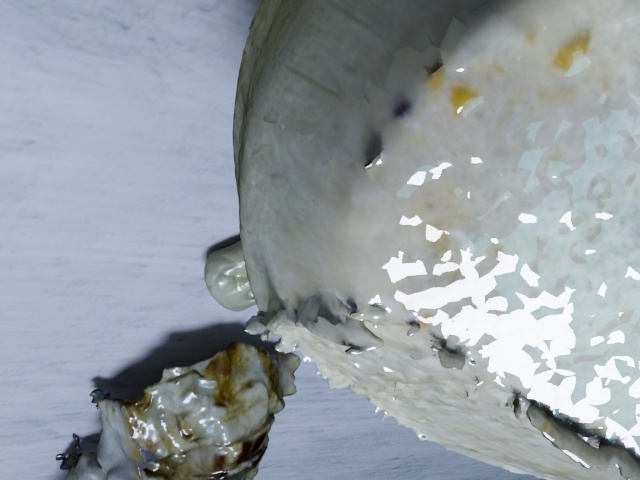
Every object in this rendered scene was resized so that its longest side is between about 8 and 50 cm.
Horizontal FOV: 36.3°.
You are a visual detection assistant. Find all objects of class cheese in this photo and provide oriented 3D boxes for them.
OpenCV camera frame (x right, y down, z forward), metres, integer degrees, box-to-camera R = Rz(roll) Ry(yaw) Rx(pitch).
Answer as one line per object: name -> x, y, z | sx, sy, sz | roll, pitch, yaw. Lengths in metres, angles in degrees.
cheese -> 0.000, 0.000, 0.778 | 0.194, 0.043, 0.065 | -22, 151, 2

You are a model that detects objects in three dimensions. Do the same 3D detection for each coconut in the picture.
coconut -> 0.128, -0.051, 0.494 | 0.347, 0.360, 0.346 | 1, 112, 2

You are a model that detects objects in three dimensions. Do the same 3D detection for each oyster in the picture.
oyster -> -0.161, 0.217, 0.940 | 0.337, 0.133, 0.198 | -42, 137, 23
